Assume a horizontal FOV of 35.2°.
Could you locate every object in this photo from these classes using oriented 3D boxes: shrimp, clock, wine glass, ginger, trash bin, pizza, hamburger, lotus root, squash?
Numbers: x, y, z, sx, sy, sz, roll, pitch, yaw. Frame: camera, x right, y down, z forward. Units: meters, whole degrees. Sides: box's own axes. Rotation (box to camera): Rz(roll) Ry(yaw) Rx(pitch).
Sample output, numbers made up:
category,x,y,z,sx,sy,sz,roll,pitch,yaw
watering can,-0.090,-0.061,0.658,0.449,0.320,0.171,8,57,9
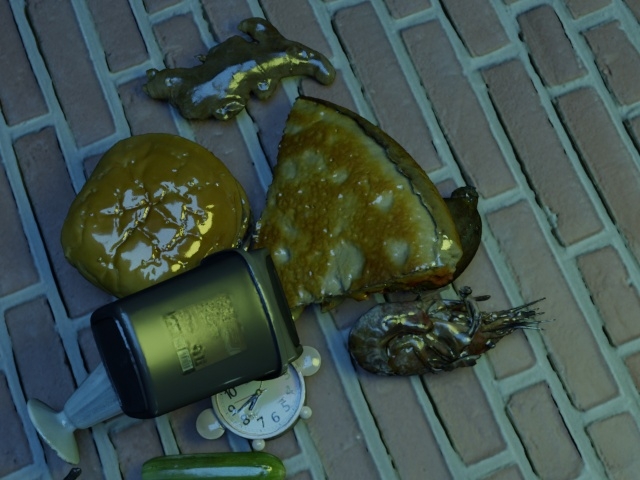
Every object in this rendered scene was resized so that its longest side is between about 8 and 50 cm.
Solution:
category,x,y,z,sx,sy,sz,roll,pitch,yaw
shrimp,0.211,0.134,1.621,0.343,0.116,0.145,-10,102,-6
clock,-0.096,0.249,1.628,0.229,0.063,0.156,-35,77,-5
wine glass,-0.347,0.246,1.597,0.196,0.165,0.165,-36,75,0
ginger,-0.152,-0.302,1.787,0.333,0.080,0.166,-22,85,-1
trash bin,-0.173,0.135,1.500,0.290,0.182,0.209,-20,94,-33
pizza,0.000,0.000,1.659,0.406,0.130,0.440,-47,55,11
hamburger,-0.262,-0.028,1.670,0.318,0.158,0.319,0,75,1
lotus root,0.203,-0.002,1.659,0.120,0.120,0.209,31,79,11
squash,-0.169,0.368,1.593,0.229,0.066,0.066,-3,73,3

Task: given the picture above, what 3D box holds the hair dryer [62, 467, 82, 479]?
category,x,y,z,sx,sy,sz,roll,pitch,yaw
hair dryer,-0.469,0.386,1.580,0.219,0.075,0.195,-24,64,10
